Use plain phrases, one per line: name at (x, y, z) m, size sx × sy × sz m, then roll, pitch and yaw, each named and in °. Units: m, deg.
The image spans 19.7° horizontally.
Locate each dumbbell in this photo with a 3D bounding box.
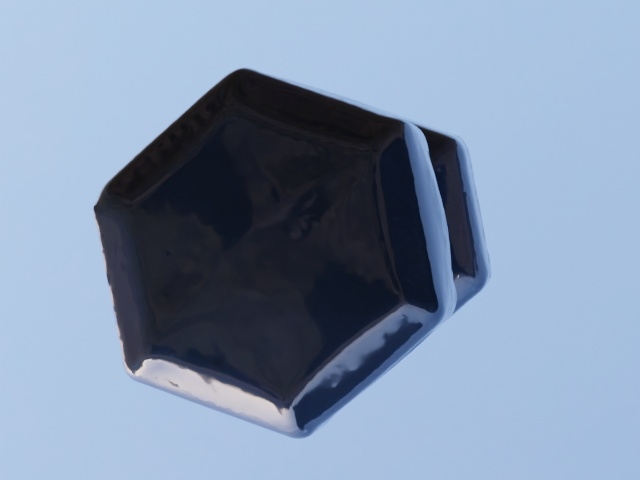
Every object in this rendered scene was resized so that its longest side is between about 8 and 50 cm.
dumbbell at (0.000, 0.001, 0.890) m, size 0.143 × 0.316 × 0.156 m, roll -11°, pitch -90°, yaw 9°
